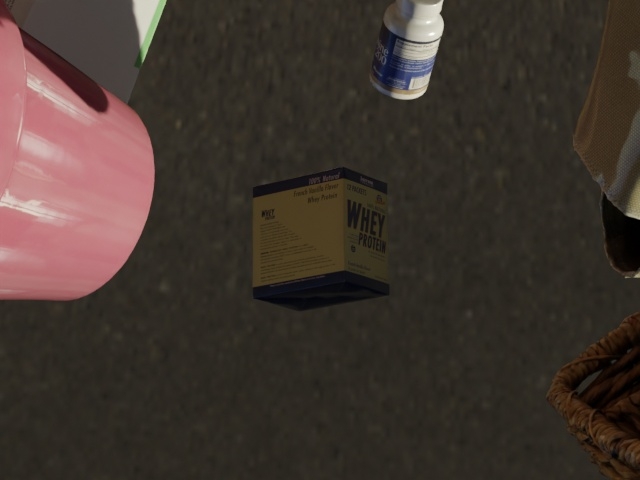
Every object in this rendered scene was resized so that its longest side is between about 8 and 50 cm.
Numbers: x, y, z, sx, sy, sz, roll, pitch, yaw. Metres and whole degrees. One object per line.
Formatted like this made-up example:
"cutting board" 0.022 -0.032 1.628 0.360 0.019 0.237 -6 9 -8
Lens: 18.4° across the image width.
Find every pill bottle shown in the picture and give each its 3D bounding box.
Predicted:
"pill bottle" 0.097 -0.220 2.157 0.067 0.067 0.120 10 128 -6

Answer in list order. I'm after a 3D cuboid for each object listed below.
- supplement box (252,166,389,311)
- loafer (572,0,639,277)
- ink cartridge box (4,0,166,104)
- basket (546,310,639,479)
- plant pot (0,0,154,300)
"supplement box" 0.000 0.000 1.403 0.083 0.083 0.056 -12 162 35
"loafer" 0.174 -0.062 0.992 0.092 0.102 0.268 -25 137 -3
"ink cartridge box" -0.286 -0.139 1.609 0.289 0.211 0.121 -17 132 34
"basket" 0.332 0.090 1.329 0.299 0.223 0.213 -33 170 -8
"plant pot" -0.203 -0.047 1.138 0.201 0.201 0.180 -35 145 31
